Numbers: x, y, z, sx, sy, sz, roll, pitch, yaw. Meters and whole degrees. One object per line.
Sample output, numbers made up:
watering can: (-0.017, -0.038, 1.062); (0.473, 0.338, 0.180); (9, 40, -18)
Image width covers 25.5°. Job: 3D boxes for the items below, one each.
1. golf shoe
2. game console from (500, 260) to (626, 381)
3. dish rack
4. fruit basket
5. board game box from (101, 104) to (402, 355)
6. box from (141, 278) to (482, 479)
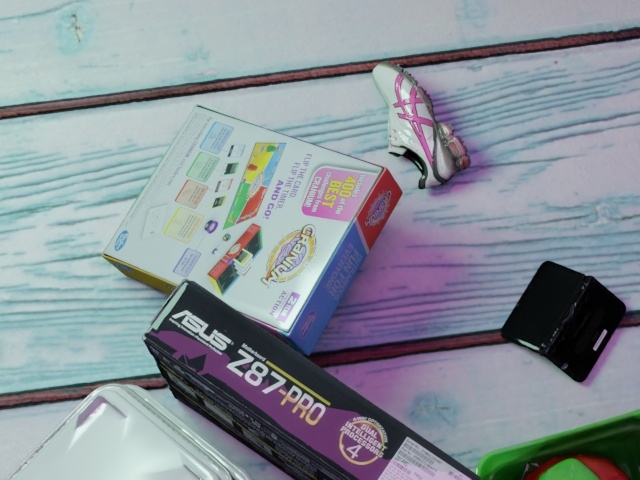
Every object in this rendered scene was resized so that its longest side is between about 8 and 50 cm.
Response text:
golf shoe: (0.116, -0.155, 1.869); (0.086, 0.067, 0.186); (-33, 75, -7)
game console: (0.312, 0.103, 1.813); (0.107, 0.071, 0.122); (38, 76, -19)
dish rack: (-0.272, 0.333, 1.671); (0.285, 0.072, 0.333); (34, 72, 32)
fruit basket: (0.316, 0.378, 1.532); (0.282, 0.392, 0.392); (-13, 73, -13)
board game box: (-0.089, -0.020, 1.769); (0.316, 0.064, 0.242); (22, 73, 34)
box: (-0.007, 0.224, 1.624); (0.395, 0.318, 0.097); (33, 74, 12)
